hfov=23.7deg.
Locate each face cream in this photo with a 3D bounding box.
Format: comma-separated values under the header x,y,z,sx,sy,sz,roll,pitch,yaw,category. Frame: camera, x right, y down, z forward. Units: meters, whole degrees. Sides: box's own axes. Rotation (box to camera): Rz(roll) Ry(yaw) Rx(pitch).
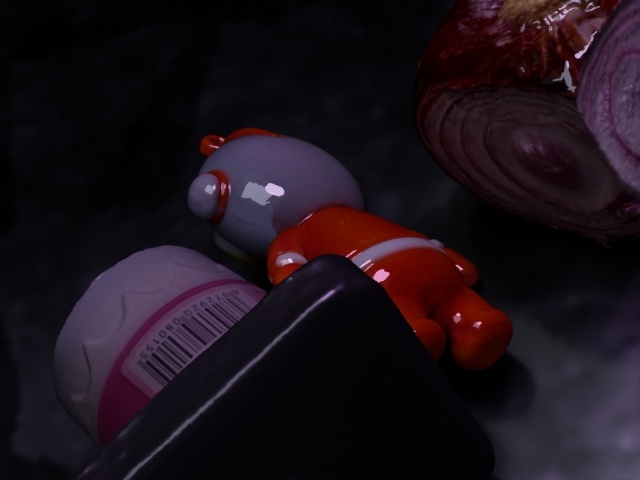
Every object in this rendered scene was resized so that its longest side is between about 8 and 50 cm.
x,y,z,sx,sy,sz,roll,pitch,yaw,category
-0.081,0.118,1.142,0.175,0.175,0.195,-45,52,-12,face cream

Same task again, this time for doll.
x,y,z,sx,sy,sz,roll,pitch,yaw,category
0.000,0.000,1.215,0.336,0.200,0.105,40,123,37,doll

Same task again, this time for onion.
x,y,z,sx,sy,sz,roll,pitch,yaw,category
0.192,-0.133,1.190,0.207,0.216,0.206,13,59,38,onion

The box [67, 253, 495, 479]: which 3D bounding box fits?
x,y,z,sx,sy,sz,roll,pitch,yaw,category
-0.034,0.176,1.013,0.290,0.289,0.073,-43,48,-7,box
